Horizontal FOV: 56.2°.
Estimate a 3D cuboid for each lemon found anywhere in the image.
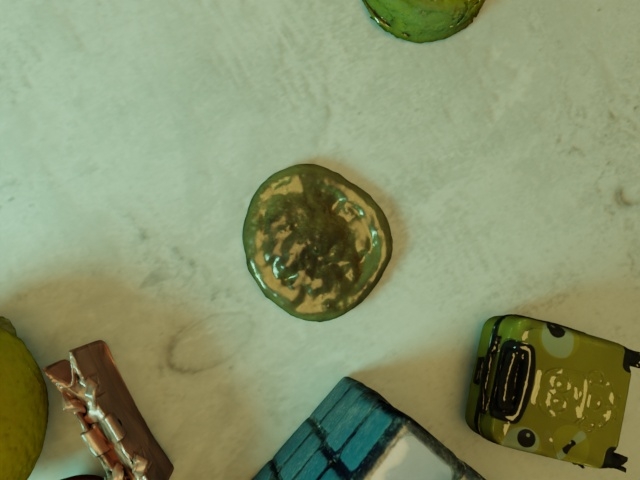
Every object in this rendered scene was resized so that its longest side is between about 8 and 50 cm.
[{"bbox_3d":[-0.450,0.222,0.694,0.267,0.267,0.268,1,84,-10],"label":"lemon"}]

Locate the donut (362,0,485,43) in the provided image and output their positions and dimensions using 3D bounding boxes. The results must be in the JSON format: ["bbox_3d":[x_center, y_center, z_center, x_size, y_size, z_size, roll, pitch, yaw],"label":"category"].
[{"bbox_3d":[0.168,-0.461,0.953,0.271,0.107,0.272,1,86,-10],"label":"donut"}]

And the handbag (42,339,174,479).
[{"bbox_3d":[-0.266,0.236,0.772,0.059,0.157,0.213,-31,89,-11],"label":"handbag"}]

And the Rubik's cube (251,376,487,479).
[{"bbox_3d":[0.074,0.412,0.726,0.343,0.337,0.344,42,78,-4],"label":"Rubik's cube"}]

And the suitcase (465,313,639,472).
[{"bbox_3d":[0.336,0.220,0.891,0.234,0.143,0.194,16,82,-9],"label":"suitcase"}]

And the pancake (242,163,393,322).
[{"bbox_3d":[0.000,0.000,0.900,0.241,0.050,0.242,1,85,-11],"label":"pancake"}]

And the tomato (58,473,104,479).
[{"bbox_3d":[-0.261,0.375,0.739,0.085,0.225,0.225,-29,90,-21],"label":"tomato"}]
